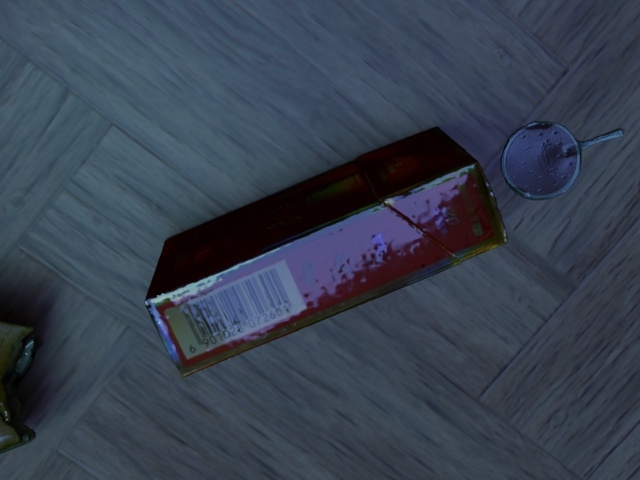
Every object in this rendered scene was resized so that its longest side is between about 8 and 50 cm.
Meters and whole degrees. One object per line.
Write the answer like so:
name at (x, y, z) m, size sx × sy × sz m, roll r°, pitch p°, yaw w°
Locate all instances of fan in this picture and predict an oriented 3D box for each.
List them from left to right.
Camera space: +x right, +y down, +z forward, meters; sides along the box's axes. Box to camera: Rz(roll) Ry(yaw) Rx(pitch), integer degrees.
fan at (0.254, -0.091, 1.005) m, size 0.133 × 0.005 × 0.085 m, roll -21°, pitch 104°, yaw 3°

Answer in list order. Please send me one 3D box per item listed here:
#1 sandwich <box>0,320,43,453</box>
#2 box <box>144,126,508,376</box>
sandwich at (-0.378, 0.180, 0.923) m, size 0.198 × 0.155 × 0.228 m, roll 15°, pitch 76°, yaw -7°
box at (-0.001, 0.000, 0.915) m, size 0.313 × 0.197 × 0.089 m, roll -22°, pitch 105°, yaw 2°
